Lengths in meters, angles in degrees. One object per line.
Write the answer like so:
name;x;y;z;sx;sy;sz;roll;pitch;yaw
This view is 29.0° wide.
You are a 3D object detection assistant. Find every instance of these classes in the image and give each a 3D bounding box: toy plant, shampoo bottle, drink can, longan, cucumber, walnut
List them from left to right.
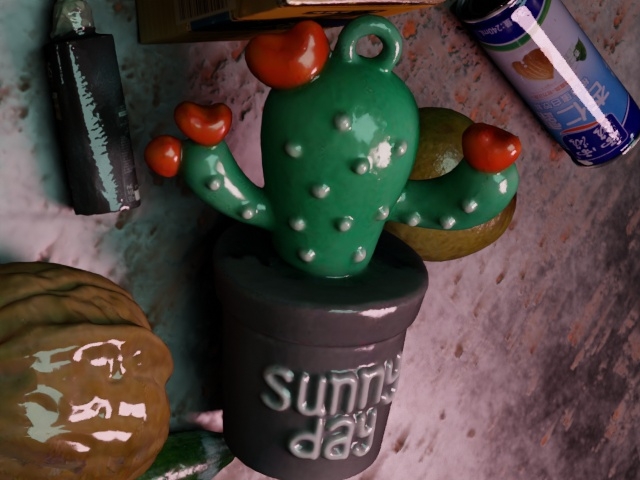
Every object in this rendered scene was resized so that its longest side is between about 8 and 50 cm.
walnut;-0.211;0.112;0.951;0.213;0.213;0.213;-4;97;-35
shampoo bottle;-0.190;-0.126;1.018;0.063;0.057;0.208;-16;104;-33
cucumber;-0.160;0.202;1.074;0.250;0.056;0.056;-11;101;-34
toy plant;0.013;0.003;1.040;0.185;0.279;0.400;-43;143;-59
longan;0.119;-0.057;1.179;0.154;0.176;0.145;5;69;-51
drink can;0.243;-0.185;1.299;0.235;0.097;0.097;46;69;-29

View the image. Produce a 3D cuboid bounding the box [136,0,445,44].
box;-0.032;-0.207;1.010;0.152;0.237;0.070;-8;97;-35
